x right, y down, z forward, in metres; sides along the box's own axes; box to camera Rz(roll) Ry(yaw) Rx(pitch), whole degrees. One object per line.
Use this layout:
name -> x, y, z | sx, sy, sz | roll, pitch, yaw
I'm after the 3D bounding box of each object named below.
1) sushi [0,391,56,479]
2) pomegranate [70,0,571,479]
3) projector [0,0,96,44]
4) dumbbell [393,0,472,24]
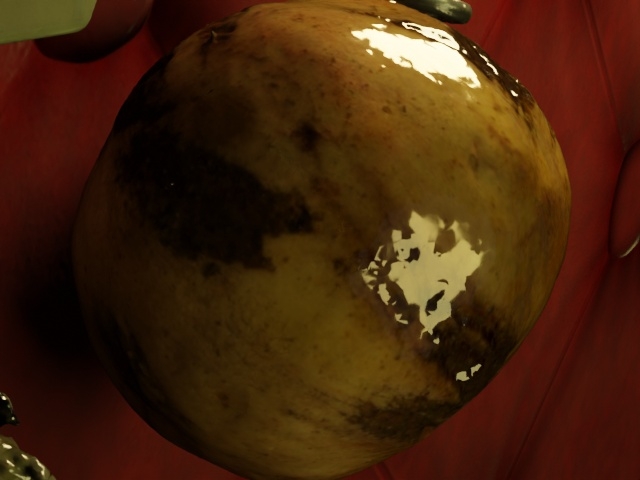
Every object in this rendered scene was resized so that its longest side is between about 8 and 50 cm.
sushi -> -0.216, 0.111, 0.981 | 0.139, 0.131, 0.291 | -46, 132, -28
pomegranate -> 0.000, 0.000, 1.199 | 0.322, 0.322, 0.322 | -40, 138, -50
projector -> -0.159, -0.234, 0.970 | 0.193, 0.088, 0.269 | -20, 122, -60
dumbbell -> 0.062, -0.123, 1.481 | 0.082, 0.082, 0.254 | 8, 96, -64
